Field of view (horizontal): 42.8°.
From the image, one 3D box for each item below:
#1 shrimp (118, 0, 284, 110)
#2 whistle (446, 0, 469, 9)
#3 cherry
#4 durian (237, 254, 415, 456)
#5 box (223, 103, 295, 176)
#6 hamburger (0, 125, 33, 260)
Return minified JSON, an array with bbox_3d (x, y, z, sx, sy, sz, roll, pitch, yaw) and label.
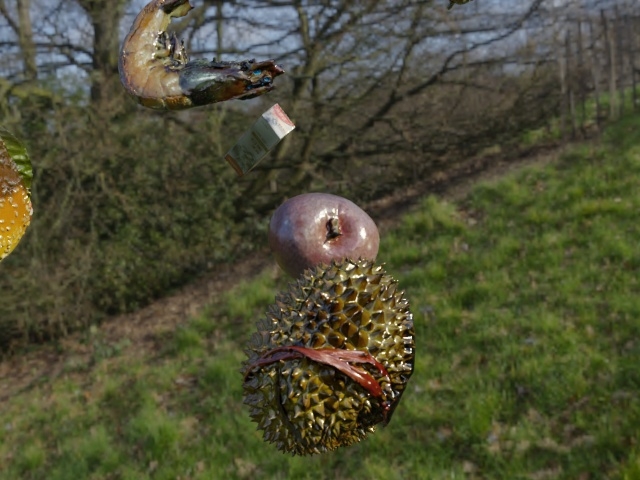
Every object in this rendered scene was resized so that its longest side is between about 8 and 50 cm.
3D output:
[{"bbox_3d":[-0.204,-0.331,1.406,0.290,0.222,0.054,0,-12,5],"label":"shrimp"},{"bbox_3d":[0.266,-0.478,1.344,0.057,0.220,0.107,34,30,14],"label":"whistle"},{"bbox_3d":[0.000,0.000,1.935,0.261,0.221,0.307,16,-2,-13],"label":"cherry"},{"bbox_3d":[0.015,0.220,1.518,0.347,0.347,0.384,4,43,50],"label":"durian"},{"bbox_3d":[-0.112,-0.175,1.459,0.039,0.055,0.218,-41,4,-27],"label":"box"},{"bbox_3d":[-0.400,-0.071,0.885,0.116,0.210,0.173,-4,33,17],"label":"hamburger"}]
